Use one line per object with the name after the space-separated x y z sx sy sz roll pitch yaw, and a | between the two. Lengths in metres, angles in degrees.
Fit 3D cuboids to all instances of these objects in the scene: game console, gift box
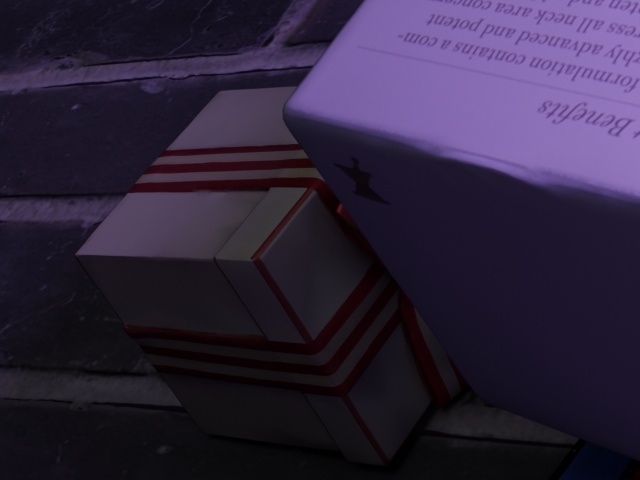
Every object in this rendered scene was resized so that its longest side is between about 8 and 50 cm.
0.212 0.140 1.245 0.085 0.124 0.144 29 63 25 | game console
0.000 0.000 1.452 0.258 0.255 0.276 3 49 45 | gift box

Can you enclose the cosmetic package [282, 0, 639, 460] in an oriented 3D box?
0.259 -0.092 1.100 0.329 0.327 0.393 19 64 42 | cosmetic package
